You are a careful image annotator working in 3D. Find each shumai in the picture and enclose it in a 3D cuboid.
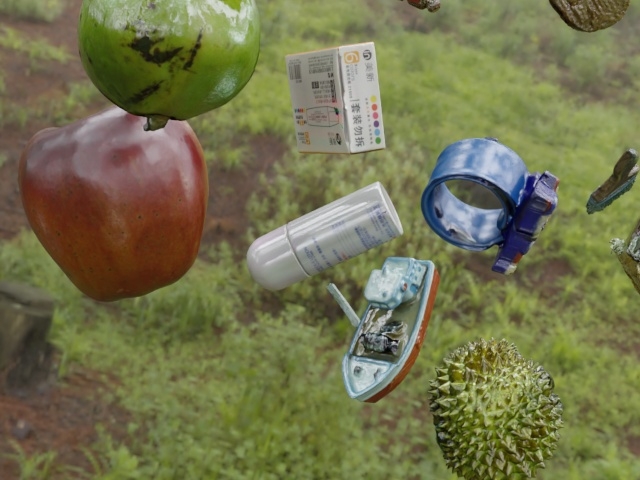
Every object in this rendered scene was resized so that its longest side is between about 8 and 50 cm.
[{"bbox_3d":[0.441,-0.425,1.771,0.139,0.123,0.105,20,27,-33],"label":"shumai"}]

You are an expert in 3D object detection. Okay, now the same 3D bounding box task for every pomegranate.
[{"bbox_3d":[-0.206,-0.325,1.472,0.260,0.340,0.260,5,14,-1],"label":"pomegranate"}]

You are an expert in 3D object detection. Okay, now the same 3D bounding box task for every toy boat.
[{"bbox_3d":[0.131,0.181,2.174,0.145,0.332,0.133,5,-25,39],"label":"toy boat"}]

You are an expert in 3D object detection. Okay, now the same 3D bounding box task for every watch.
[{"bbox_3d":[0.269,-0.069,1.696,0.200,0.196,0.171,23,40,7],"label":"watch"}]

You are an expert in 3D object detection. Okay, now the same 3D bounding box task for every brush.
[{"bbox_3d":[0.327,-0.069,1.149,0.021,0.070,0.196,53,0,13],"label":"brush"}]

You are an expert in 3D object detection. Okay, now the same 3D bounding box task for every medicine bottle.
[{"bbox_3d":[0.000,0.000,2.273,0.341,0.130,0.130,-26,12,10],"label":"medicine bottle"}]

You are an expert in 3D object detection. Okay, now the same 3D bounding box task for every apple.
[{"bbox_3d":[-0.379,-0.071,1.955,0.329,0.365,0.295,8,30,40],"label":"apple"}]

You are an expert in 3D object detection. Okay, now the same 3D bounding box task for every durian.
[{"bbox_3d":[0.300,0.311,1.870,0.224,0.291,0.291,-24,33,-21],"label":"durian"}]

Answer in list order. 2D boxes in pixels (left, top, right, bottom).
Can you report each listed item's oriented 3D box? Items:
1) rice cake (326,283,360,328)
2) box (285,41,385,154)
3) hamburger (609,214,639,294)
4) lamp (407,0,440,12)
[{"bbox_3d":[0.053,0.145,2.323,0.121,0.021,0.022,53,11,25],"label":"rice cake"},{"bbox_3d":[0.027,-0.285,2.150,0.091,0.221,0.274,-11,12,-23],"label":"box"},{"bbox_3d":[0.561,0.074,1.611,0.265,0.134,0.285,48,16,-30],"label":"hamburger"},{"bbox_3d":[0.136,-0.357,1.534,0.083,0.031,0.063,27,10,10],"label":"lamp"}]
